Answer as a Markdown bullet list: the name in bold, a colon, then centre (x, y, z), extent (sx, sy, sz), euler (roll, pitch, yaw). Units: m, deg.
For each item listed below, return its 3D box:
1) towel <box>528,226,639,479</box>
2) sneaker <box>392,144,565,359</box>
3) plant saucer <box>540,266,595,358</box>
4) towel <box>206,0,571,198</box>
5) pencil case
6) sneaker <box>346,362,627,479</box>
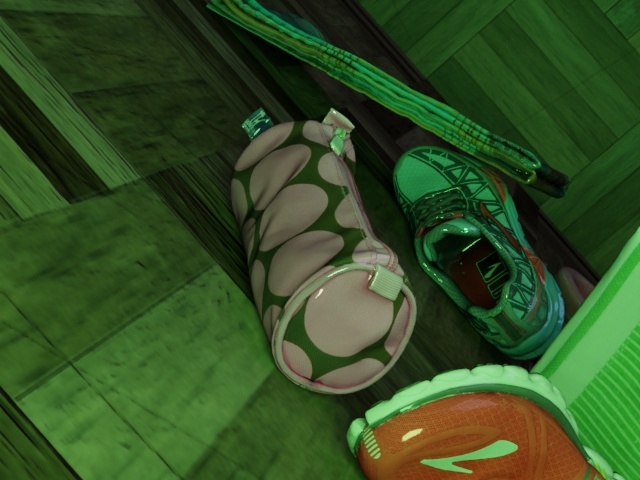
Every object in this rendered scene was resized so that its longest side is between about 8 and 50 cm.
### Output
- **towel**: centre (0.278, 0.177, 1.037), extent (0.038, 0.248, 0.325), euler (-10, 53, -38)
- **sneaker**: centre (0.140, -0.010, 1.386), extent (0.125, 0.104, 0.262), euler (30, 22, -52)
- **plant saucer**: centre (0.345, 0.177, 1.573), extent (0.332, 0.084, 0.332), euler (47, 12, -13)
- **towel**: centre (0.082, -0.152, 1.489), extent (0.370, 0.040, 0.271), euler (31, 8, 14)
- **pencil case**: centre (0.000, 0.000, 0.874), extent (0.095, 0.098, 0.209), euler (42, 15, -30)
- **sneaker**: centre (0.126, 0.165, 0.813), extent (0.279, 0.107, 0.118), euler (36, 27, -37)
